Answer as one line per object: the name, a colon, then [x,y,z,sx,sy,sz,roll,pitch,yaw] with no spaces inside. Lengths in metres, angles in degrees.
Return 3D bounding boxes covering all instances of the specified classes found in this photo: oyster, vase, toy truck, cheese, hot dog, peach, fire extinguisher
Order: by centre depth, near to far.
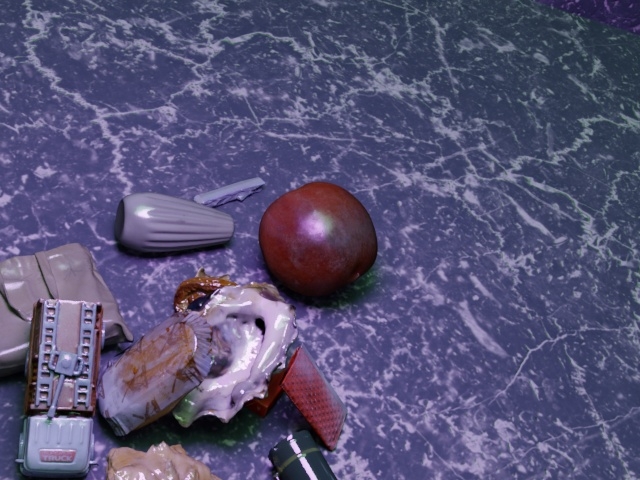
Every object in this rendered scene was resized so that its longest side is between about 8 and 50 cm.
toy truck: [-0.440,0.250,1.617,0.136,0.162,0.305,5,77,-16]
fire extinguisher: [0.012,0.482,1.665,0.118,0.093,0.294,5,42,-50]
hot dog: [-0.293,0.240,1.691,0.082,0.270,0.162,32,30,-47]
oyster: [-0.169,0.206,1.786,0.238,0.115,0.351,23,53,16]
hot dog: [-0.225,0.124,1.930,0.147,0.065,0.099,10,90,-12]
cheese: [-0.235,0.088,1.985,0.084,0.041,0.060,22,49,-24]
peach: [0.000,0.000,2.014,0.252,0.252,0.252,9,46,-10]
vase: [-0.308,-0.035,2.026,0.248,0.128,0.128,5,47,-25]

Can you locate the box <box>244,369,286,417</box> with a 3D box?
box: [-0.145,0.264,1.850,0.152,0.048,0.100,32,49,9]

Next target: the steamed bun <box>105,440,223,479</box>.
steamed bun: [-0.254,0.450,1.549,0.292,0.137,0.295,24,46,-13]

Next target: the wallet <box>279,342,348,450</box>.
wallet: [-0.010,0.297,1.786,0.020,0.196,0.103,-11,37,32]

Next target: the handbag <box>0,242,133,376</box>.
handbag: [-0.546,0.137,1.793,0.316,0.109,0.253,-15,54,-26]

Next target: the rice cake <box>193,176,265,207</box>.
rice cake: [-0.208,-0.107,2.181,0.180,0.030,0.042,-21,52,-33]
